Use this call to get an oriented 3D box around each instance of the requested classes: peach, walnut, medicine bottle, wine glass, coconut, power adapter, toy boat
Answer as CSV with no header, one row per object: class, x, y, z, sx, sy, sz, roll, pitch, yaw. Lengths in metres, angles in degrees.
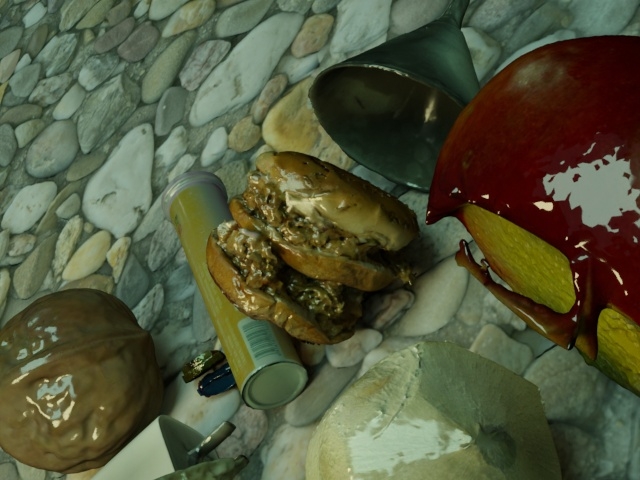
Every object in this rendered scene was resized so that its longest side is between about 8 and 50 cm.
peach,0.300,-0.033,0.941,0.310,0.335,0.406,-49,35,3
walnut,-0.362,0.203,1.434,0.273,0.227,0.273,-21,46,23
medicine bottle,-0.134,0.062,1.427,0.108,0.108,0.426,-40,43,12
wine glass,0.177,-0.298,1.312,0.267,0.267,0.406,2,59,42
coconut,0.116,0.222,0.971,0.247,0.245,0.245,129,154,-56
power adapter,-0.197,0.338,1.267,0.255,0.124,0.187,-43,43,10
toy boat,-0.144,0.197,1.392,0.083,0.038,0.038,-31,45,20

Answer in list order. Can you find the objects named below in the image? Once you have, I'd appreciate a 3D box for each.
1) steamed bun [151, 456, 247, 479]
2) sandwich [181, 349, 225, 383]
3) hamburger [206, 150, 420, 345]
steamed bun,-0.109,0.412,1.029,0.272,0.290,0.273,30,101,42
sandwich,-0.169,0.178,1.404,0.069,0.026,0.101,-33,-3,-11
hamburger,-0.003,0.006,1.273,0.211,0.260,0.245,-61,-4,11
